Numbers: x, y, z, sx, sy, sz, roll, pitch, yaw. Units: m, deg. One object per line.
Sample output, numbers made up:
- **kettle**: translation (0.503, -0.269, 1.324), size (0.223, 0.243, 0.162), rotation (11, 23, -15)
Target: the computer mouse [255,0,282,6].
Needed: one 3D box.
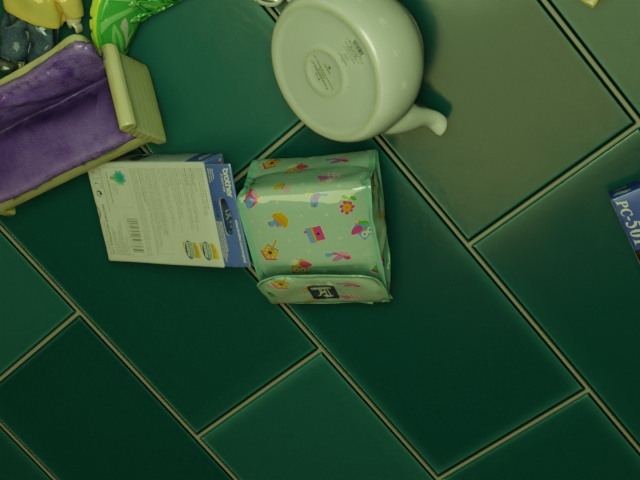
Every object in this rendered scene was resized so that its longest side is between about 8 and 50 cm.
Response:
- **computer mouse**: translation (-0.056, -0.454, 1.382), size (0.106, 0.042, 0.193), rotation (25, 108, -3)

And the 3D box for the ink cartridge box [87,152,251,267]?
- **ink cartridge box**: translation (-0.247, -0.052, 1.519), size (0.311, 0.065, 0.185), rotation (3, 113, 33)

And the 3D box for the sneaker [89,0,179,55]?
- **sneaker**: translation (-0.266, -0.400, 1.410), size (0.123, 0.109, 0.295), rotation (34, 115, -1)

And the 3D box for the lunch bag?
- **lunch bag**: translation (0.000, 0.000, 1.480), size (0.223, 0.160, 0.262), rotation (-3, 121, 10)

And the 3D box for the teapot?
- **teapot**: translation (0.061, -0.285, 1.348), size (0.252, 0.187, 0.256), rotation (28, 135, 30)

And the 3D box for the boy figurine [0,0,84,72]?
- **boy figurine**: translation (-0.463, -0.405, 1.462), size (0.177, 0.092, 0.285), rotation (19, 113, 5)

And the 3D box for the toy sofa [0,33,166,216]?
- **toy sofa**: translation (-0.452, -0.177, 1.470), size (0.363, 0.177, 0.150), rotation (-22, 74, 20)

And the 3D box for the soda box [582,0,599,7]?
- **soda box**: translation (0.336, -0.412, 1.299), size (0.181, 0.058, 0.061), rotation (33, 114, -2)

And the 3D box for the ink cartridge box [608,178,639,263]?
- **ink cartridge box**: translation (0.540, 0.000, 1.417), size (0.097, 0.046, 0.207), rotation (-25, 103, 19)
